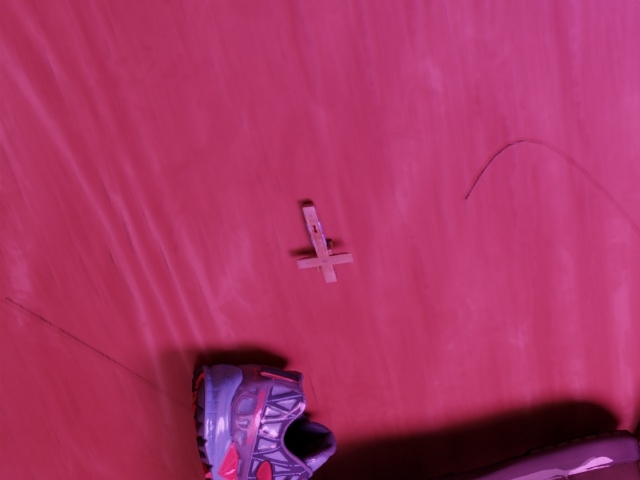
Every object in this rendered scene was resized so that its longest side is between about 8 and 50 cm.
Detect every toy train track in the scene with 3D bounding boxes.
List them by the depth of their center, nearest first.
[{"bbox_3d":[0.000,0.000,1.301,0.048,0.014,0.083,-7,129,13],"label":"toy train track"}]

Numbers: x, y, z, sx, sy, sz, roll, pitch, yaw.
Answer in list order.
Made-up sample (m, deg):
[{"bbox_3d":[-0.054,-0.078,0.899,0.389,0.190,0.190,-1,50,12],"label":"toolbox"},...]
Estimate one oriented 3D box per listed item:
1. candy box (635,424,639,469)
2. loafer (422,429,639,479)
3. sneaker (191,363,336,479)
[{"bbox_3d":[0.403,0.189,1.489,0.187,0.053,0.109,5,134,-7],"label":"candy box"},{"bbox_3d":[0.137,0.285,1.476,0.366,0.130,0.134,-18,170,13],"label":"loafer"},{"bbox_3d":[-0.044,0.218,1.450,0.125,0.104,0.261,-7,135,0],"label":"sneaker"}]
